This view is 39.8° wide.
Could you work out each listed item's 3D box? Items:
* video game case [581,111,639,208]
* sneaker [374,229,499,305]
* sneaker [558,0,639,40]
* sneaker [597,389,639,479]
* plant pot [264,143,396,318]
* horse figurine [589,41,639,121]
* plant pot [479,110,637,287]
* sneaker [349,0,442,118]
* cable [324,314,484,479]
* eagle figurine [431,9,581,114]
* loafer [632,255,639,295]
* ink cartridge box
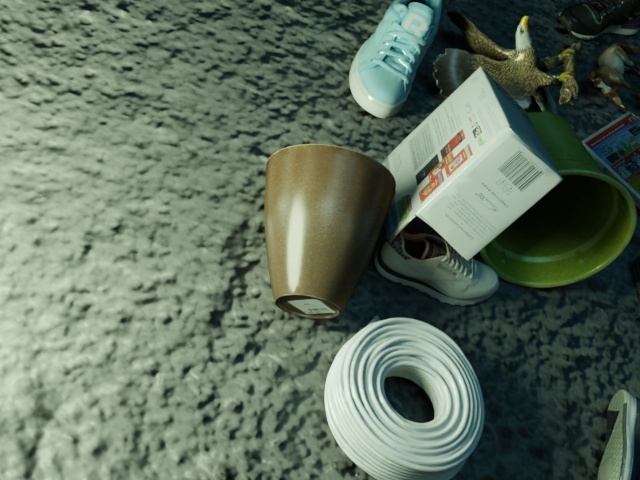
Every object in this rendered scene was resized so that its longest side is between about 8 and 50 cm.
[{"bbox_3d":[0.720,-0.147,1.930,0.204,0.025,0.285,-30,70,-34],"label":"video game case"},{"bbox_3d":[0.214,0.044,1.529,0.235,0.095,0.090,14,51,-18],"label":"sneaker"},{"bbox_3d":[0.713,-0.580,2.186,0.283,0.124,0.107,-14,63,-32],"label":"sneaker"},{"bbox_3d":[0.551,0.370,1.460,0.163,0.086,0.226,29,49,-1],"label":"sneaker"},{"bbox_3d":[0.000,0.000,1.407,0.215,0.215,0.231,16,66,-15],"label":"plant pot"},{"bbox_3d":[0.714,-0.397,2.097,0.174,0.066,0.263,33,52,-8],"label":"horse figurine"},{"bbox_3d":[0.409,-0.099,1.636,0.275,0.276,0.254,14,41,-16],"label":"plant pot"},{"bbox_3d":[0.159,-0.405,1.785,0.135,0.150,0.366,24,50,-7],"label":"sneaker"},{"bbox_3d":[0.133,0.244,1.351,0.257,0.089,0.257,42,50,7],"label":"cable"},{"bbox_3d":[0.399,-0.376,1.885,0.298,0.225,0.226,5,5,13],"label":"eagle figurine"},{"bbox_3d":[0.688,0.141,1.681,0.109,0.095,0.303,2,57,-24],"label":"loafer"},{"bbox_3d":[0.238,-0.118,1.513,0.130,0.272,0.309,40,23,-18],"label":"ink cartridge box"}]
